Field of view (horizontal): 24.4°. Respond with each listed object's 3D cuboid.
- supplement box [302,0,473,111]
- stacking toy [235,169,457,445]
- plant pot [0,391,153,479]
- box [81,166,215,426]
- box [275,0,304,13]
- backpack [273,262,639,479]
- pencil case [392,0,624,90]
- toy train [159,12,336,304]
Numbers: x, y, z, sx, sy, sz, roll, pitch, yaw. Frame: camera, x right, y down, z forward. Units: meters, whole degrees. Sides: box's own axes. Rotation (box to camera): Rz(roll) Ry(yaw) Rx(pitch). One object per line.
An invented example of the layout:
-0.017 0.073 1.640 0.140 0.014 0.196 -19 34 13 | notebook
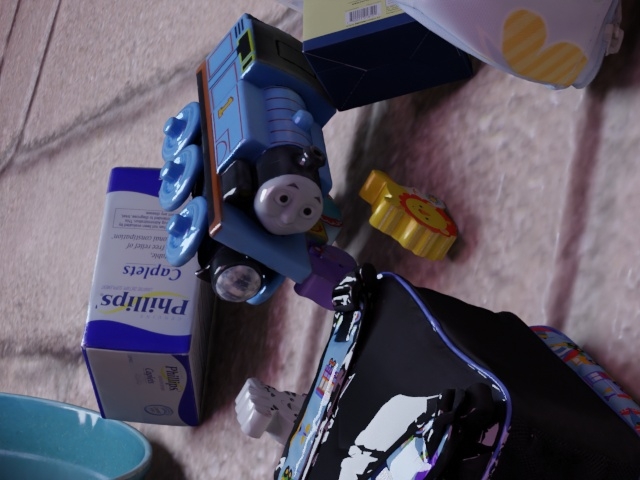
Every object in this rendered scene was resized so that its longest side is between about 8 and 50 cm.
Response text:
0.038 -0.130 0.842 0.083 0.056 0.083 -13 52 18 | supplement box
0.000 0.000 0.889 0.167 0.052 0.221 -58 25 24 | stacking toy
-0.265 0.257 1.029 0.271 0.271 0.255 -156 71 -66 | plant pot
-0.113 0.040 1.008 0.126 0.072 0.137 92 -178 -61 | box
0.003 -0.263 0.985 0.203 0.114 0.103 -44 34 46 | box
0.046 0.120 0.612 0.173 0.116 0.158 -66 25 11 | backpack
0.127 -0.205 0.675 0.124 0.113 0.273 34 108 24 | pencil case
-0.040 -0.046 0.853 0.105 0.080 0.184 -49 29 27 | toy train
